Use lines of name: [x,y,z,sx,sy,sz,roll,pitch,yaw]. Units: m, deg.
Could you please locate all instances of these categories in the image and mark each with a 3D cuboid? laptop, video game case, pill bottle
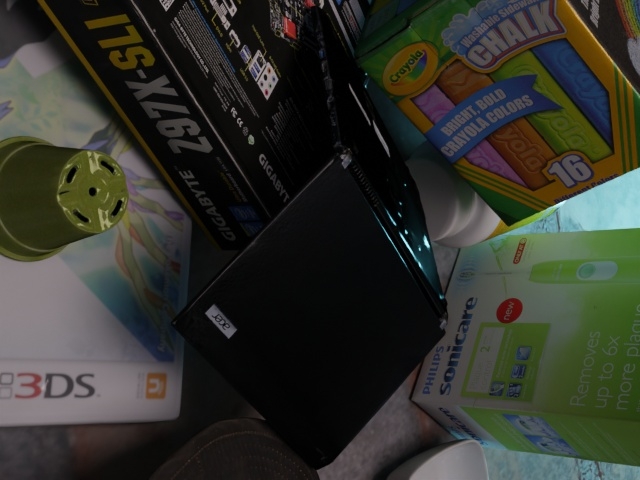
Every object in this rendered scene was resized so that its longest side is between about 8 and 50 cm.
laptop: [0.000,0.000,0.735,0.234,0.137,0.264,56,19,-45]
video game case: [-0.209,-0.040,0.631,0.300,0.036,0.329,9,81,-47]
pill bottle: [0.167,-0.060,0.976,0.215,0.117,0.117,-17,100,-47]

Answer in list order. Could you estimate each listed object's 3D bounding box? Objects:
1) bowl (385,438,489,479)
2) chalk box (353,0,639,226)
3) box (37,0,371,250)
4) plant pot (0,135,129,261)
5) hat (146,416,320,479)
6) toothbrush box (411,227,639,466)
bowl: [0.115,0.278,0.949,0.142,0.053,0.142,-11,96,-46]
chalk box: [0.155,-0.189,0.801,0.289,0.179,0.180,44,42,-22]
box: [-0.072,-0.188,0.699,0.322,0.079,0.257,59,41,-41]
plant pot: [-0.165,-0.029,0.593,0.083,0.079,0.083,3,86,-46]
hat: [-0.108,0.279,0.650,0.331,0.134,0.331,-4,90,-65]
toothbrush box: [0.262,0.105,0.948,0.122,0.283,0.206,42,59,-36]
